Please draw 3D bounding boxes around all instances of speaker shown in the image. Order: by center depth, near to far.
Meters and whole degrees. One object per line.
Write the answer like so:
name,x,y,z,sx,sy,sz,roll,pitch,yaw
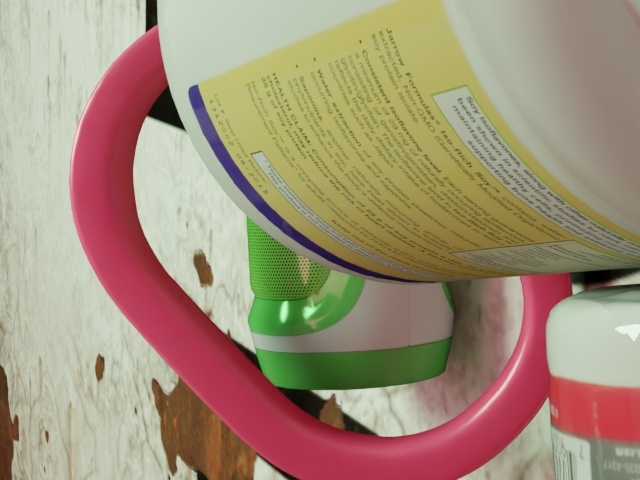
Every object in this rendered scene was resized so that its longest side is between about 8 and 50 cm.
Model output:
speaker,0.012,-0.066,0.839,0.131,0.131,0.296,1,95,62

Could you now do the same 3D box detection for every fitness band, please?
fitness band,0.000,0.000,0.757,0.291,0.209,0.054,47,-172,2

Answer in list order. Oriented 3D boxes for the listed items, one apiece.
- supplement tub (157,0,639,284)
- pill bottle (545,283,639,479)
supplement tub,0.101,-0.107,0.535,0.331,0.241,0.241,-7,88,62
pill bottle,0.177,0.172,0.502,0.176,0.176,0.318,-2,92,62
